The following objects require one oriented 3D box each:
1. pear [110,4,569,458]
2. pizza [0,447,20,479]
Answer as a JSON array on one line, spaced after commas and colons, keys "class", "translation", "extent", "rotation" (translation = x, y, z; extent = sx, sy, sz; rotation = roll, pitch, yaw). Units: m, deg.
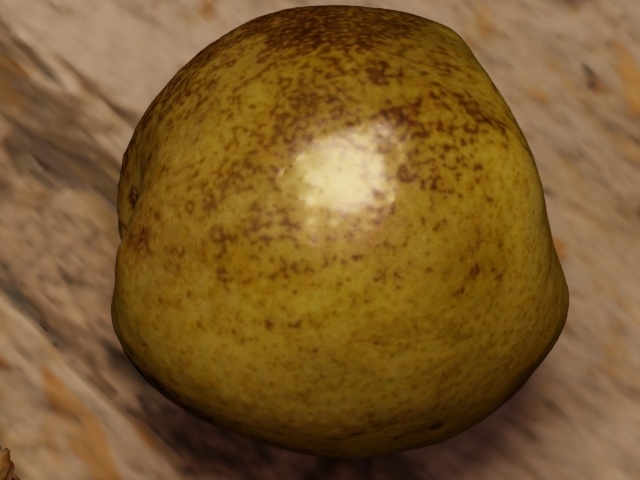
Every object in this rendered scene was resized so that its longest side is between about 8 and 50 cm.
[{"class": "pear", "translation": [0.000, 0.000, 0.710], "extent": [0.197, 0.197, 0.197], "rotation": [0, 82, -2]}, {"class": "pizza", "translation": [-0.166, 0.159, 0.751], "extent": [0.195, 0.052, 0.185], "rotation": [25, 85, 2]}]
